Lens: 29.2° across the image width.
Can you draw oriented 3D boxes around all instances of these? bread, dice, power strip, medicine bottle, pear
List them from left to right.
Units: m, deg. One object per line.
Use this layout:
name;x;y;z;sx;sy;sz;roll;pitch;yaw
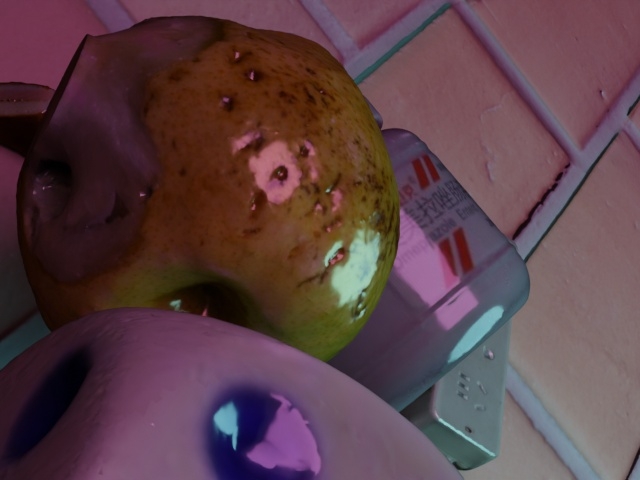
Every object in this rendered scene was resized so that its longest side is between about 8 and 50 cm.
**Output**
bread;-0.241;-0.103;1.028;0.109;0.062;0.043;27;49;-25
dice;-0.087;0.239;0.683;0.304;0.277;0.304;41;42;-22
pear;-0.073;-0.028;0.826;0.271;0.271;0.271;24;50;-32
medicine bottle;0.000;0.000;1.054;0.306;0.245;0.245;49;40;6
power strip;0.148;0.089;1.283;0.098;0.058;0.338;34;45;-23
